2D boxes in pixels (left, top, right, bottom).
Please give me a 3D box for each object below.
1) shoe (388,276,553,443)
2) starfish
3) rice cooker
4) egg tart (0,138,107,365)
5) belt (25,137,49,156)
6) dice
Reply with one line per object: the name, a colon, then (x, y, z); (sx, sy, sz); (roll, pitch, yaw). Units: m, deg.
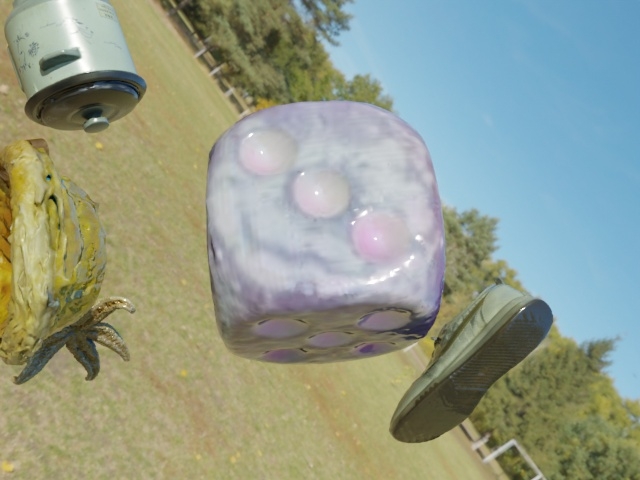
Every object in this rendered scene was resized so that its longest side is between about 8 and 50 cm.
shoe: (0.190, 0.167, 0.851); (0.103, 0.275, 0.098); (42, 6, -35)
starfish: (-0.583, 0.228, 1.501); (0.375, 0.327, 0.094); (25, 27, -51)
rice cooker: (-0.541, -0.383, 1.378); (0.316, 0.264, 0.317); (160, -90, -87)
egg tart: (-0.487, 0.024, 1.078); (0.168, 0.388, 0.388); (2, 40, -39)
belt: (-0.539, -0.159, 1.174); (0.083, 0.036, 0.059); (-29, -99, 49)
dice: (0.000, 0.000, 0.802); (0.270, 0.271, 0.270); (93, -8, -65)
